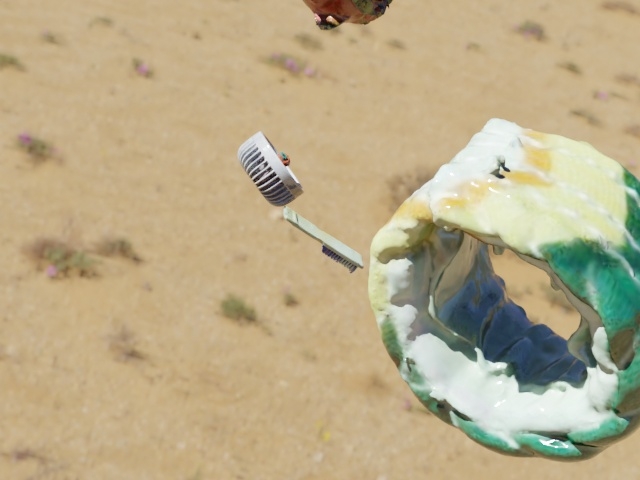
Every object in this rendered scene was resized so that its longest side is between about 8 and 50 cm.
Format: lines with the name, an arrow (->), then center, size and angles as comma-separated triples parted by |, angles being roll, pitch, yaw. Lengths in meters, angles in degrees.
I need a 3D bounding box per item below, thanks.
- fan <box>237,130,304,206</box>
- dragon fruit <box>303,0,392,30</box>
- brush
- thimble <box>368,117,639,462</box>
fan -> -0.078, -0.118, 2.392 | 0.130, 0.074, 0.244 | 54, 3, 6
dragon fruit -> 0.057, -0.424, 2.209 | 0.200, 0.198, 0.269 | 18, 6, -23
brush -> 0.000, 0.000, 2.270 | 0.178, 0.030, 0.033 | 33, 41, -29
thimble -> 0.183, 0.042, 1.189 | 0.254, 0.288, 0.167 | -16, 18, 40
